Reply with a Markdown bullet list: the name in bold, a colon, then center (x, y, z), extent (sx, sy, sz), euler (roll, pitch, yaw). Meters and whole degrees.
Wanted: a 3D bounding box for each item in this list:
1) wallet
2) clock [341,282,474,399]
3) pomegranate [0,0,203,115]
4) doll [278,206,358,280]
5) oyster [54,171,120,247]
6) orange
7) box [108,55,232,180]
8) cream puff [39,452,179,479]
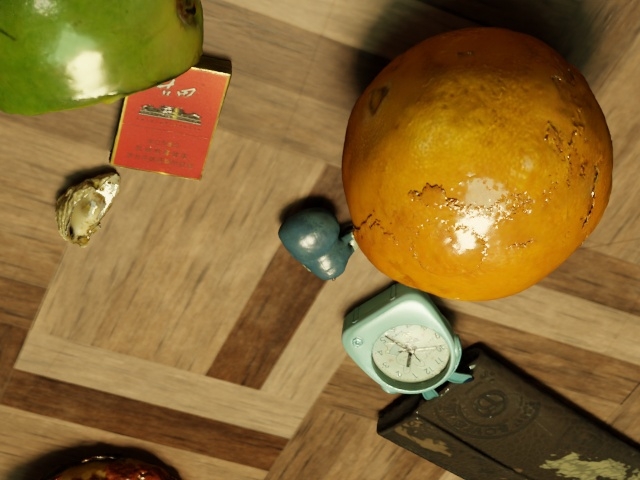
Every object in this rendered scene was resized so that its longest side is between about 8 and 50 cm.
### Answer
- **wallet**: center (0.234, 0.245, 1.583), extent (0.321, 0.044, 0.170), euler (33, 122, -28)
- **clock**: center (0.100, 0.119, 1.440), extent (0.108, 0.045, 0.147), euler (-32, 113, 21)
- **pomegranate**: center (-0.207, -0.207, 1.086), extent (0.190, 0.241, 0.159), euler (-24, 114, -21)
- **doll**: center (0.000, 0.000, 1.347), extent (0.076, 0.050, 0.083), euler (-28, 126, 16)
- **oyster**: center (-0.228, -0.036, 1.326), extent (0.083, 0.038, 0.080), euler (-43, 153, -1)
- **orange**: center (0.135, -0.066, 1.163), extent (0.240, 0.240, 0.240), euler (-1, 133, -1)
- **box**: center (-0.141, -0.117, 1.250), extent (0.090, 0.023, 0.133), euler (10, 132, -14)
- **cream puff**: center (-0.258, 0.362, 1.597), extent (0.240, 0.164, 0.240), euler (2, 130, 2)
